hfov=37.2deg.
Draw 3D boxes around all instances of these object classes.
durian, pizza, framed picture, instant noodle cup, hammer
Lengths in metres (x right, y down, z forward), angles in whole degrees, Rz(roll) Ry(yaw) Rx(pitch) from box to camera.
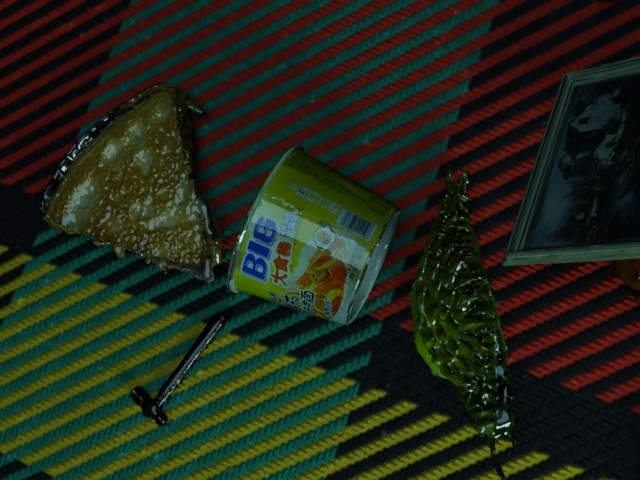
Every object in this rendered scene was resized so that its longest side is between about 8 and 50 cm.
[{"bbox_3d":[0.161,0.094,1.119,0.106,0.132,0.375,-5,72,1],"label":"durian"},{"bbox_3d":[-0.218,-0.086,1.279,0.287,0.074,0.251,23,86,17],"label":"pizza"},{"bbox_3d":[0.332,-0.102,1.055,0.232,0.019,0.296,-7,50,45],"label":"framed picture"},{"bbox_3d":[0.000,0.000,1.148,0.153,0.205,0.205,22,86,10],"label":"instant noodle cup"},{"bbox_3d":[-0.179,0.158,1.249,0.065,0.021,0.178,37,90,19],"label":"hammer"}]

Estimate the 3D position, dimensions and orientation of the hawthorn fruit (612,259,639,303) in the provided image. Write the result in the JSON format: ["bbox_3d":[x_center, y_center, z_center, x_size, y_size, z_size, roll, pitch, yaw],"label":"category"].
[{"bbox_3d":[0.441,-0.003,1.035,0.225,0.196,0.196,-37,73,0],"label":"hawthorn fruit"}]
